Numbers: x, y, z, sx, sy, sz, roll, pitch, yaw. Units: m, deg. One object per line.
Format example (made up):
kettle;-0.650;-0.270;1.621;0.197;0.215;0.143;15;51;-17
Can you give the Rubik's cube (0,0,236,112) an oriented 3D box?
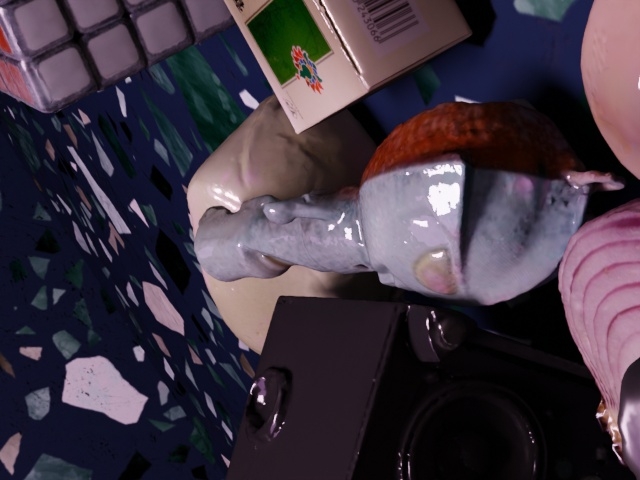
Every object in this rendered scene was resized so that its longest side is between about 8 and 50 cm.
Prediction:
Rubik's cube;-0.206;-0.270;1.138;0.237;0.237;0.238;29;146;57

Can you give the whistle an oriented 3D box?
whistle;0.051;-0.018;0.929;0.346;0.142;0.133;-7;96;43

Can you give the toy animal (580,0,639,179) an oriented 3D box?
toy animal;0.201;-0.064;0.488;0.221;0.210;0.229;120;151;-60

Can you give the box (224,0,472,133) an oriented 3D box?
box;-0.009;-0.199;0.972;0.212;0.095;0.168;61;163;-4

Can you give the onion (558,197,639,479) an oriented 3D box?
onion;0.245;0.064;0.691;0.227;0.120;0.283;62;164;-2

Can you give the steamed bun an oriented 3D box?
steamed bun;0.000;0.000;1.155;0.153;0.170;0.238;18;144;28

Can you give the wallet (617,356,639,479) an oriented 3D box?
wallet;0.295;0.065;0.330;0.406;0.062;0.228;-25;106;39

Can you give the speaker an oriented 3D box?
speaker;0.084;0.147;0.983;0.232;0.184;0.254;19;172;-20
